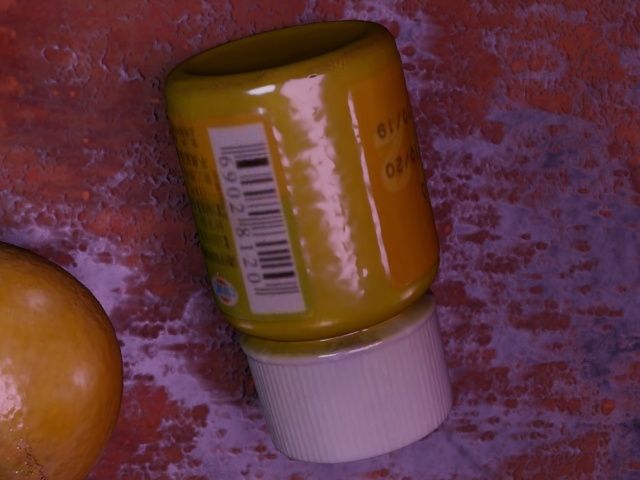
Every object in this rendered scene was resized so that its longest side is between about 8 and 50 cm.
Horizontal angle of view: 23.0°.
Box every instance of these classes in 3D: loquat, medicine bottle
[{"bbox_3d":[-0.299,0.125,1.371,0.263,0.263,0.263,-6,104,-23],"label":"loquat"},{"bbox_3d":[0.000,0.000,1.496,0.224,0.224,0.384,-20,108,-19],"label":"medicine bottle"}]
